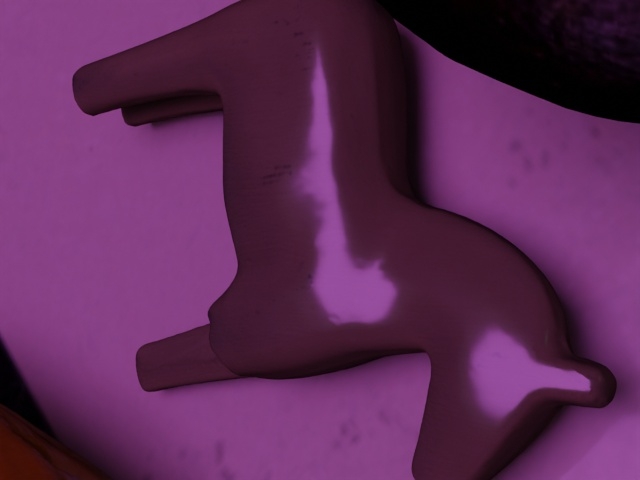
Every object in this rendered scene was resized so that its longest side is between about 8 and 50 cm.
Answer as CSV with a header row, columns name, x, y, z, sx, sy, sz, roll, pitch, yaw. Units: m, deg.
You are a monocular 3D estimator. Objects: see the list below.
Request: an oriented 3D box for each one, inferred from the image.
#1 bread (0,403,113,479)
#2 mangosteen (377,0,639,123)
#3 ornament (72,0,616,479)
name,x,y,z,sx,sy,sz,roll,pitch,yaw
bread,-0.196,0.130,0.592,0.241,0.107,0.136,22,71,36
mangosteen,0.123,-0.177,0.345,0.313,0.297,0.296,169,112,-76
ornament,0.000,0.000,0.534,0.245,0.061,0.230,-13,74,35
